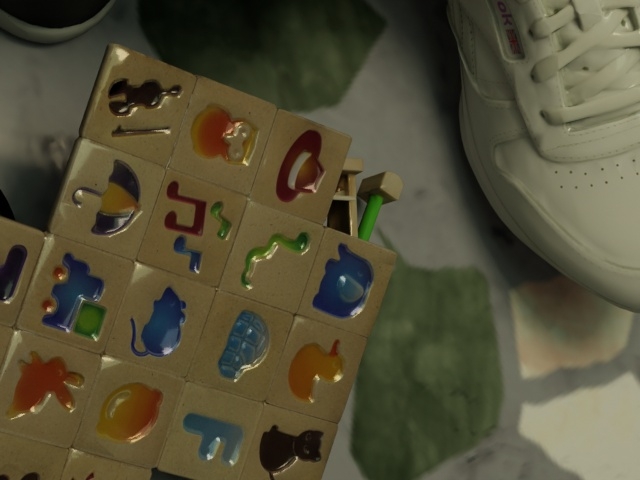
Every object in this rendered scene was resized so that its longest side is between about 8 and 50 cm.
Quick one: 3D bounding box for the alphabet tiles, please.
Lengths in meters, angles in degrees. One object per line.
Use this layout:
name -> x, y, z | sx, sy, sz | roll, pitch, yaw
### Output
alphabet tiles -> -0.072, 0.051, 0.763 | 0.198, 0.009, 0.237 | 20, 88, -31

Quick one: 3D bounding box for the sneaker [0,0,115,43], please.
sneaker -> -0.168, -0.217, 0.749 | 0.296, 0.147, 0.104 | 47, 65, -9

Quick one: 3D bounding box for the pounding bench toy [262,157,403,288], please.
pounding bench toy -> 0.000, 0.000, 0.841 | 0.083, 0.052, 0.065 | 2, 78, -27

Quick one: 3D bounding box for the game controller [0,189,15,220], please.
game controller -> -0.272, -0.037, 0.702 | 0.319, 0.067, 0.166 | 39, 65, -14

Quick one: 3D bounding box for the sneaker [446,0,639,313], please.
sneaker -> 0.101, -0.111, 0.855 | 0.114, 0.152, 0.305 | -21, 83, 3
